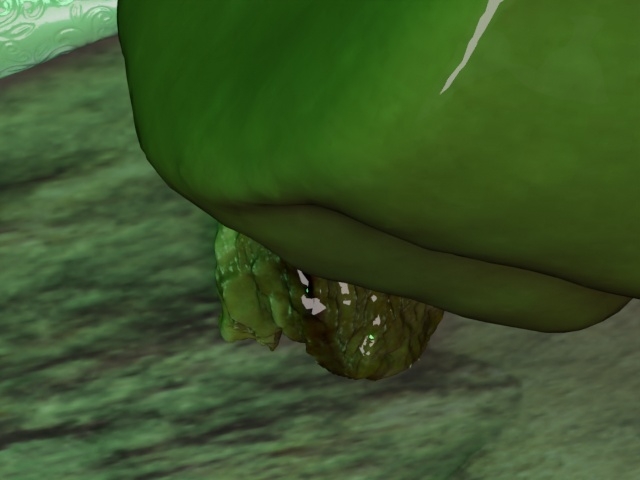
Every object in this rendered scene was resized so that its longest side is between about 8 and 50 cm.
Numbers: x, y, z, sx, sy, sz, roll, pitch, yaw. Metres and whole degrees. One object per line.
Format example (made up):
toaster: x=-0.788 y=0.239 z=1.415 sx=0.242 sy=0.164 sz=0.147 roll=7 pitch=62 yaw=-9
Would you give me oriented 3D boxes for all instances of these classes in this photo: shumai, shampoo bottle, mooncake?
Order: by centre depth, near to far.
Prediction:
mooncake: x=0.097 y=-0.150 z=0.629 sx=0.200 sy=0.378 sz=0.378 roll=22 pitch=119 yaw=-26
shampoo bottle: x=-0.144 y=-0.098 z=0.818 sx=0.190 sy=0.041 sz=0.069 roll=-13 pitch=122 yaw=-2
shumai: x=0.003 y=-0.005 z=0.902 sx=0.123 sy=0.105 sz=0.139 roll=-48 pitch=148 yaw=-30
